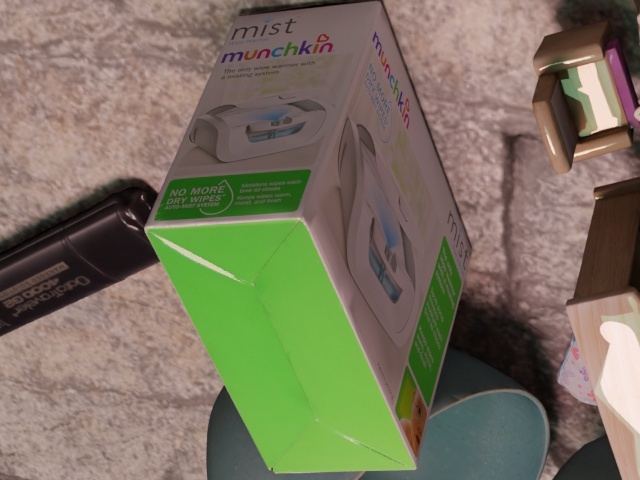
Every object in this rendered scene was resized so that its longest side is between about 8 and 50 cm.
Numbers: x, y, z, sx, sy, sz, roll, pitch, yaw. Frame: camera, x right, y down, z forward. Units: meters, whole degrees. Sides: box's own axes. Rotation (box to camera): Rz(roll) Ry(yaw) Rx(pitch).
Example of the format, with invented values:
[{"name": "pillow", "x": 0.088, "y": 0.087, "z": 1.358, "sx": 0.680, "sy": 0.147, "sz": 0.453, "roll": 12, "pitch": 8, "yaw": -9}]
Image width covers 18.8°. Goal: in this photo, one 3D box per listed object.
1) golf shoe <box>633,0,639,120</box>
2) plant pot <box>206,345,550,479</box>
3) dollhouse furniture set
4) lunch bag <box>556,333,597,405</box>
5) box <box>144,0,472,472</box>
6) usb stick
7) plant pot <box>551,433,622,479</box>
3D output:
[{"name": "golf shoe", "x": 0.232, "y": -0.124, "z": 1.194, "sx": 0.273, "sy": 0.120, "sz": 0.105, "roll": 55, "pitch": -178, "yaw": 13}, {"name": "plant pot", "x": 0.019, "y": 0.183, "z": 1.599, "sx": 0.195, "sy": 0.290, "sz": 0.290, "roll": 41, "pitch": 150, "yaw": 33}, {"name": "dollhouse furniture set", "x": 0.318, "y": -0.015, "z": 1.253, "sx": 0.303, "sy": 0.198, "sz": 0.286, "roll": -14, "pitch": 110, "yaw": 18}, {"name": "lunch bag", "x": 0.237, "y": 0.097, "z": 1.552, "sx": 0.083, "sy": 0.053, "sz": 0.071, "roll": 9, "pitch": 140, "yaw": -1}, {"name": "box", "x": 0.000, "y": 0.000, "z": 1.408, "sx": 0.127, "sy": 0.231, "sz": 0.262, "roll": -3, "pitch": 133, "yaw": 24}, {"name": "usb stick", "x": -0.229, "y": 0.024, "z": 1.667, "sx": 0.278, "sy": 0.045, "sz": 0.077, "roll": -24, "pitch": 129, "yaw": 39}, {"name": "plant pot", "x": 0.337, "y": 0.271, "z": 1.441, "sx": 0.341, "sy": 0.341, "sz": 0.334, "roll": 38, "pitch": 167, "yaw": -18}]
